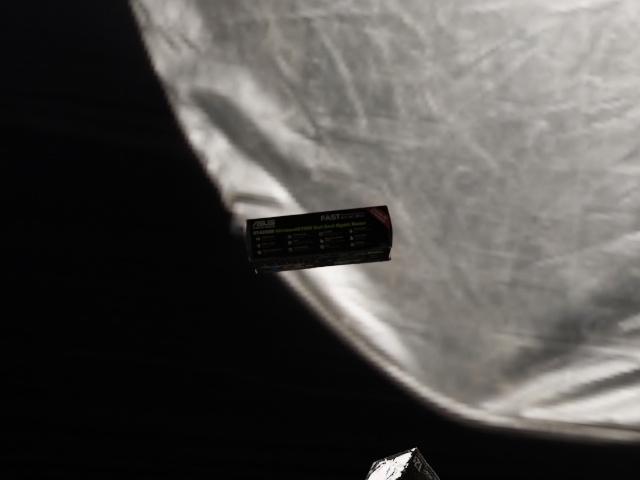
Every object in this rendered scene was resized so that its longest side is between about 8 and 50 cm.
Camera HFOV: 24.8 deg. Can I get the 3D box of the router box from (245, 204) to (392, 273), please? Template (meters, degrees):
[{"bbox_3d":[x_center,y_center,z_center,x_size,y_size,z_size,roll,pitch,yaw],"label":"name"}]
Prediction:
[{"bbox_3d":[0.000,0.000,1.240,0.092,0.123,0.038,84,-179,-81],"label":"router box"}]

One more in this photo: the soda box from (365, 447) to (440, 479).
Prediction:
[{"bbox_3d":[0.106,0.277,1.352,0.053,0.169,0.060,-24,21,36],"label":"soda box"}]
